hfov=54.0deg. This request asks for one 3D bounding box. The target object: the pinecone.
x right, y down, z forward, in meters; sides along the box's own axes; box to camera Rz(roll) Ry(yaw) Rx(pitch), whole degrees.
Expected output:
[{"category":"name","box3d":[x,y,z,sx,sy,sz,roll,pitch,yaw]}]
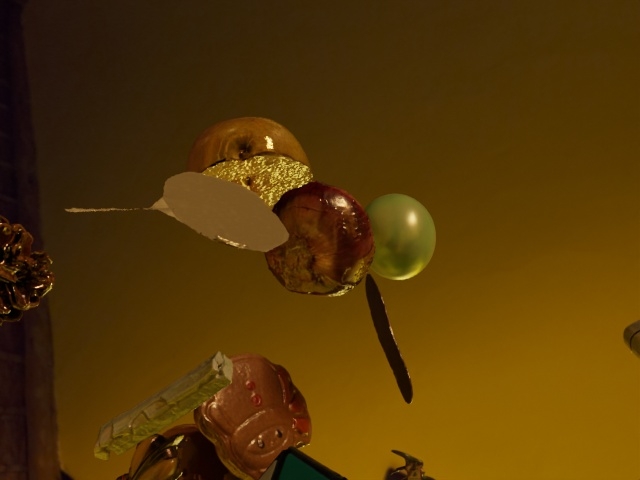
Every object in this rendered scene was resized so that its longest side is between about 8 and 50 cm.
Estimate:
[{"category":"pinecone","box3d":[-0.672,0.068,1.255,0.243,0.257,0.243,-23,-58,-43]}]

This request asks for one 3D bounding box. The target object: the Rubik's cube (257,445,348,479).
[{"category":"Rubik's cube","box3d":[-0.006,0.468,0.842,0.246,0.250,0.248,-45,-79,-20]}]

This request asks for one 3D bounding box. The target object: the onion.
[{"category":"onion","box3d":[0.000,0.000,1.340,0.219,0.252,0.252,-38,-51,-66]}]

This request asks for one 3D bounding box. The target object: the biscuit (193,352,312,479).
[{"category":"biscuit","box3d":[-0.166,0.490,1.695,0.359,0.074,0.381,-10,-111,-48]}]

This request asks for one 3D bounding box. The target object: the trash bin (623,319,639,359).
[{"category":"trash bin","box3d":[0.603,0.181,1.060,0.116,0.130,0.059,-24,-59,0]}]

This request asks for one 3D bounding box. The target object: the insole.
[{"category":"insole","box3d":[0.146,0.210,1.378,0.007,0.327,0.111,-8,-41,-12]}]

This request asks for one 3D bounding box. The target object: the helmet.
[{"category":"helmet","box3d":[-0.382,0.745,1.826,0.337,0.385,0.230,57,-163,-19]}]

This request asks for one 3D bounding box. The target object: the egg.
[{"category":"egg","box3d":[0.211,-0.010,1.751,0.269,0.220,0.220,-96,-21,-47]}]

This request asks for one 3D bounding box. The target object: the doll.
[{"category":"doll","box3d":[-0.381,0.519,1.368,0.248,0.127,0.088,-49,2,7]}]

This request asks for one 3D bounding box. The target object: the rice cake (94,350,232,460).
[{"category":"rice cake","box3d":[-0.317,0.334,1.252,0.336,0.066,0.063,-35,-62,11]}]

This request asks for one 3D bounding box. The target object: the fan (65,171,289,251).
[{"category":"fan","box3d":[-0.175,-0.037,0.795,0.310,0.182,0.010,-2,-51,-47]}]

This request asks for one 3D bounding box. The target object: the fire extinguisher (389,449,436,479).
[{"category":"fire extinguisher","box3d":[0.207,0.604,1.328,0.095,0.115,0.311,52,-143,-81]}]

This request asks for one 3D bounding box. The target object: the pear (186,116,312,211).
[{"category":"pear","box3d":[-0.202,-0.225,1.738,0.386,0.341,0.191,103,159,-70]}]
